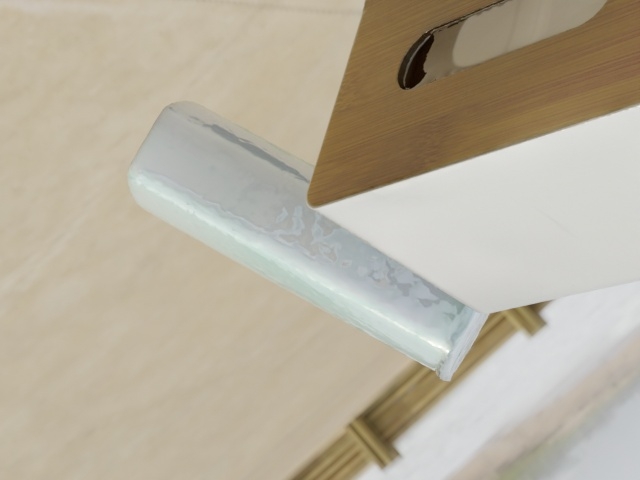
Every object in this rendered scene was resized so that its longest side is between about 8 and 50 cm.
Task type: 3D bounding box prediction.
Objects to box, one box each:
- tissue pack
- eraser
[{"bbox_3d":[0.135,-0.073,0.742,0.246,0.136,0.159,-17,-132,47],"label":"tissue pack"},{"bbox_3d":[0.000,0.000,1.150,0.104,0.290,0.189,-62,172,3],"label":"eraser"}]
